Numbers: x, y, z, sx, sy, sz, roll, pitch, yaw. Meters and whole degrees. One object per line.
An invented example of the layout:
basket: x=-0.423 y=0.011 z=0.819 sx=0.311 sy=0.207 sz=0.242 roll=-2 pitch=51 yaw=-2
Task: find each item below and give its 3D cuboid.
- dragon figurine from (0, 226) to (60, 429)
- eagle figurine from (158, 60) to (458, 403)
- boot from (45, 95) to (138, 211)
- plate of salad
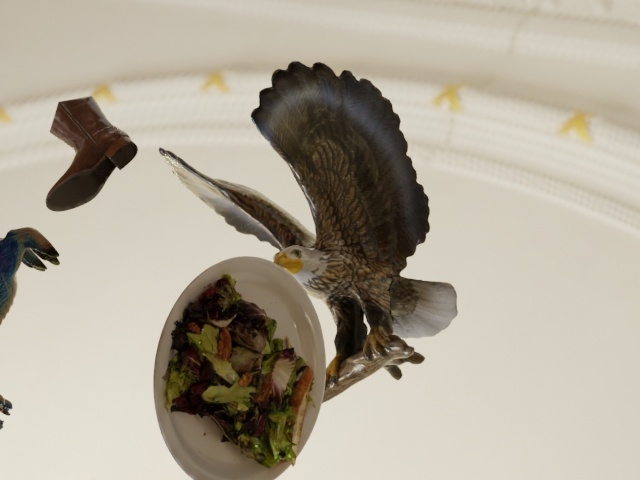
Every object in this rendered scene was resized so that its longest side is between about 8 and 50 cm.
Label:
dragon figurine: x=-0.297 y=0.008 z=1.251 sx=0.144 sy=0.289 sz=0.085 roll=-41 pitch=-169 yaw=-23
eagle figurine: x=-0.002 y=-0.002 z=1.640 sx=0.226 sy=0.225 sz=0.298 roll=-21 pitch=-104 yaw=-7
boot: x=-0.241 y=-0.087 z=1.611 sx=0.106 sy=0.037 sz=0.114 roll=-36 pitch=-133 yaw=-13
plate of salad: x=-0.058 y=0.113 z=1.403 sx=0.048 sy=0.200 sz=0.200 roll=3 pitch=-129 yaw=44
